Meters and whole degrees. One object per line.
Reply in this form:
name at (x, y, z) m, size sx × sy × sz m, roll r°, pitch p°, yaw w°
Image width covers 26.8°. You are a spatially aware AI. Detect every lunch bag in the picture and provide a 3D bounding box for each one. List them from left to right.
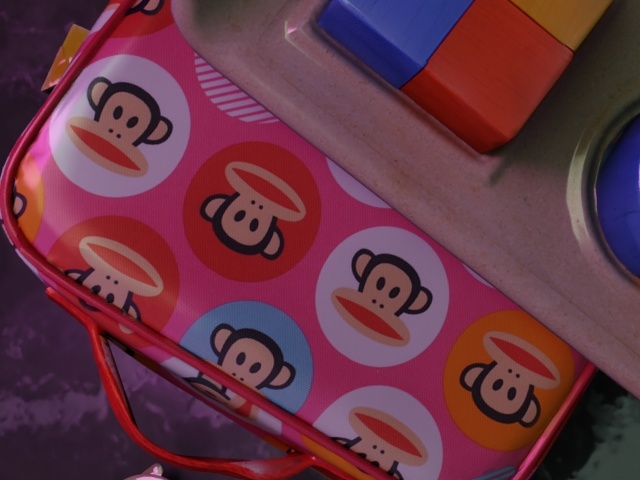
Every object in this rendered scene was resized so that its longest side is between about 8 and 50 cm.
lunch bag at (0.000, 0.000, 0.649) m, size 0.293 × 0.120 × 0.258 m, roll 35°, pitch 79°, yaw -5°

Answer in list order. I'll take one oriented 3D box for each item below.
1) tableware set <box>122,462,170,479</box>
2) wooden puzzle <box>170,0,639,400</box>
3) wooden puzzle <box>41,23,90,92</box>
tableware set at (-0.087, 0.222, 0.759) m, size 0.168 × 0.020 × 0.141 m, roll 41°, pitch 97°, yaw 18°
wooden puzzle at (0.161, -0.119, 0.593) m, size 0.348 × 0.080 × 0.322 m, roll 38°, pitch 80°, yaw -9°
wooden puzzle at (-0.129, -0.078, 0.822) m, size 0.116 × 0.014 × 0.078 m, roll 36°, pitch 93°, yaw 19°
